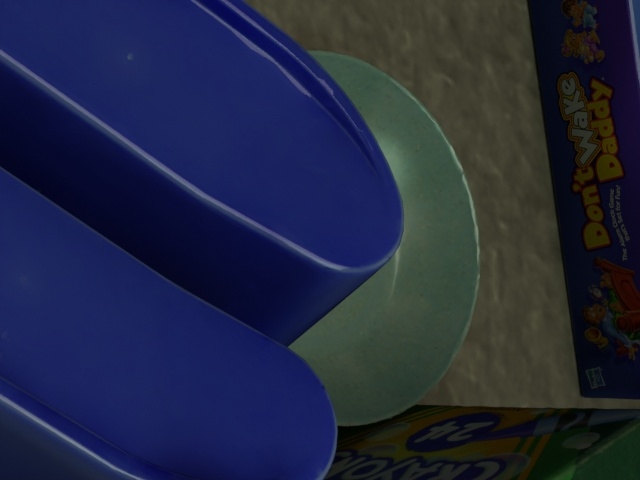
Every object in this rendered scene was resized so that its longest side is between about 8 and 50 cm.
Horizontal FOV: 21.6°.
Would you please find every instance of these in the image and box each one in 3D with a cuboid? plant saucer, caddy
[{"bbox_3d":[0.000,0.000,0.869,0.195,0.037,0.195,8,76,-37],"label":"plant saucer"},{"bbox_3d":[-0.133,-0.002,0.675,0.341,0.179,0.241,36,49,-20],"label":"caddy"}]

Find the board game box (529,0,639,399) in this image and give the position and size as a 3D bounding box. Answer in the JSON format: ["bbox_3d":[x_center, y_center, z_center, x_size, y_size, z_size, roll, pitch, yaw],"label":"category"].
[{"bbox_3d":[0.247,-0.091,1.059,0.233,0.078,0.347,-10,93,-40],"label":"board game box"}]

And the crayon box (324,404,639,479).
[{"bbox_3d":[-0.009,0.170,0.747,0.323,0.203,0.083,-26,103,-38],"label":"crayon box"}]
